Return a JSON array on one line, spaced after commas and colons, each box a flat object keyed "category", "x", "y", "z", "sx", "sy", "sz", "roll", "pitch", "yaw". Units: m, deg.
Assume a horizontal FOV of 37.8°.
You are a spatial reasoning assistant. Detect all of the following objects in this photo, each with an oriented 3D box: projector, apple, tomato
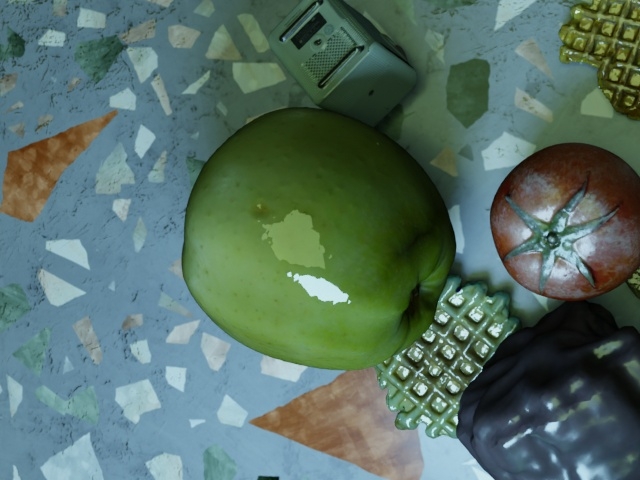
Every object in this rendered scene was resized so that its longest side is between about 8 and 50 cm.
[{"category": "projector", "x": 0.047, "y": -0.317, "z": 1.674, "sx": 0.163, "sy": 0.243, "sz": 0.177, "roll": -44, "pitch": 64, "yaw": 17}, {"category": "apple", "x": 0.000, "y": 0.000, "z": 1.593, "sx": 0.474, "sy": 0.474, "sz": 0.473, "roll": 1, "pitch": 94, "yaw": 17}, {"category": "tomato", "x": 0.424, "y": -0.036, "z": 1.566, "sx": 0.265, "sy": 0.265, "sz": 0.264, "roll": 1, "pitch": 94, "yaw": 17}]

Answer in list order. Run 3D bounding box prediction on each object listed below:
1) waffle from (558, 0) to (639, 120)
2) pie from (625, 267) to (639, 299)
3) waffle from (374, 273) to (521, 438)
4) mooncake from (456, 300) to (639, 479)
[{"category": "waffle", "x": 0.542, "y": -0.319, "z": 1.604, "sx": 0.249, "sy": 0.056, "sz": 0.253, "roll": -14, "pitch": 91, "yaw": 18}, {"category": "pie", "x": 0.616, "y": 0.027, "z": 1.610, "sx": 0.195, "sy": 0.046, "sz": 0.195, "roll": 1, "pitch": 95, "yaw": 16}, {"category": "waffle", "x": 0.237, "y": 0.216, "z": 1.737, "sx": 0.292, "sy": 0.056, "sz": 0.309, "roll": -11, "pitch": 92, "yaw": 18}, {"category": "mooncake", "x": 0.395, "y": 0.254, "z": 1.499, "sx": 0.351, "sy": 0.381, "sz": 0.212, "roll": -40, "pitch": 98, "yaw": -5}]
